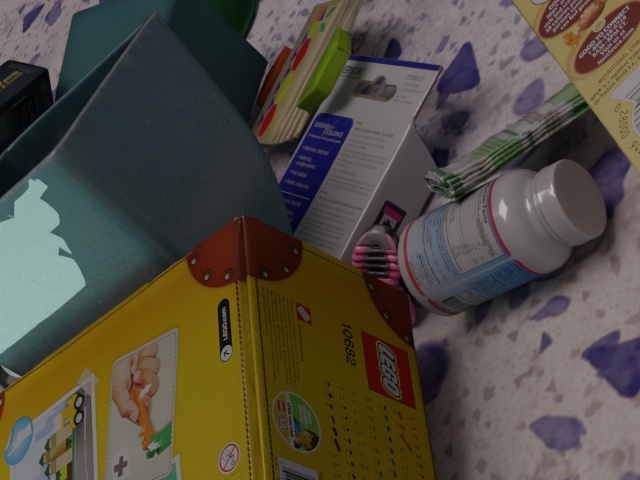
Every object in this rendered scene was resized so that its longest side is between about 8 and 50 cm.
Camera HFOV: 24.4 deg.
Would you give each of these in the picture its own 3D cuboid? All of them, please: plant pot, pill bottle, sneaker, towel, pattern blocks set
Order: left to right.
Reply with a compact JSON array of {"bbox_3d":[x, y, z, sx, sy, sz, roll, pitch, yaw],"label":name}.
[{"bbox_3d":[-0.167,0.004,1.313,0.248,0.252,0.247,-36,18,34],"label":"plant pot"},{"bbox_3d":[-0.191,-0.131,1.620,0.166,0.165,0.234,-12,51,35],"label":"plant pot"},{"bbox_3d":[-0.015,-0.177,1.552,0.325,0.026,0.285,-61,14,7],"label":"pattern blocks set"},{"bbox_3d":[0.062,0.020,1.265,0.047,0.119,0.057,13,55,23],"label":"sneaker"},{"bbox_3d":[0.145,-0.004,1.182,0.160,0.087,0.087,-27,42,39],"label":"pill bottle"},{"bbox_3d":[0.156,-0.086,1.217,0.152,0.023,0.113,-34,8,-1],"label":"towel"}]

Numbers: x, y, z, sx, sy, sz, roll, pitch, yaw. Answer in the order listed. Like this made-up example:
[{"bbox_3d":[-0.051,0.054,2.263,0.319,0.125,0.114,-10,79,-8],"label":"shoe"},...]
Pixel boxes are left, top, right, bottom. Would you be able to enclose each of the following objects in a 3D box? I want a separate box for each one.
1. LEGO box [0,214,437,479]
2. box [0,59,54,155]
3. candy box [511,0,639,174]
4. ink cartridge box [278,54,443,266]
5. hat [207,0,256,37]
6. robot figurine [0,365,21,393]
[{"bbox_3d":[-0.096,0.294,1.098,0.372,0.193,0.500,-35,45,33],"label":"LEGO box"},{"bbox_3d":[-0.351,-0.051,1.600,0.059,0.232,0.183,13,39,21],"label":"box"},{"bbox_3d":[0.251,-0.102,1.025,0.087,0.183,0.316,-45,33,18],"label":"candy box"},{"bbox_3d":[0.000,0.000,1.404,0.176,0.069,0.371,19,81,59],"label":"ink cartridge box"},{"bbox_3d":[-0.214,-0.293,1.849,0.208,0.183,0.173,-30,41,38],"label":"hat"},{"bbox_3d":[-0.245,0.120,1.534,0.278,0.173,0.209,-56,31,3],"label":"robot figurine"}]
